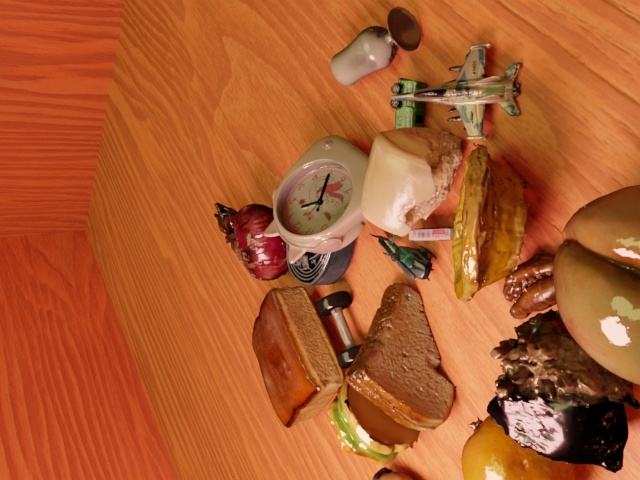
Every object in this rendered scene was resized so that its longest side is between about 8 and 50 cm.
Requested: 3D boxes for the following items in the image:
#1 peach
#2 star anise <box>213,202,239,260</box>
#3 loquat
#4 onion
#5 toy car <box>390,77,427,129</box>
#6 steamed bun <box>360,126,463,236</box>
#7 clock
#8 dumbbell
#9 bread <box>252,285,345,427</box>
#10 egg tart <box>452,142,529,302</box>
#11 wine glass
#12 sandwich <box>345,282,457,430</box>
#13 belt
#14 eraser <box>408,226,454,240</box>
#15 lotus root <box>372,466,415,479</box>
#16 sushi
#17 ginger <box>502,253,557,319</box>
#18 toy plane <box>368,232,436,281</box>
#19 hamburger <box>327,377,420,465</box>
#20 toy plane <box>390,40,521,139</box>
[{"bbox_3d":[0.479,0.057,0.788,0.292,0.247,0.292,-170,90,-69],"label":"peach"},{"bbox_3d":[-0.281,-0.030,1.900,0.272,0.102,0.272,50,159,27],"label":"star anise"},{"bbox_3d":[0.368,0.421,1.028,0.208,0.208,0.208,11,104,51],"label":"loquat"},{"bbox_3d":[-0.167,0.006,1.659,0.246,0.190,0.246,168,90,-84],"label":"onion"},{"bbox_3d":[0.202,-0.285,1.245,0.062,0.071,0.165,10,103,37],"label":"toy car"},{"bbox_3d":[0.197,-0.115,1.168,0.170,0.200,0.225,-122,37,-54],"label":"steamed bun"},{"bbox_3d":[0.007,-0.091,1.365,0.324,0.108,0.265,-45,54,2],"label":"clock"},{"bbox_3d":[0.064,0.240,1.472,0.100,0.100,0.191,-45,60,46],"label":"dumbbell"},{"bbox_3d":[-0.078,0.343,1.603,0.333,0.143,0.323,62,147,29],"label":"bread"},{"bbox_3d":[0.315,-0.028,1.023,0.120,0.315,0.315,5,102,12],"label":"egg tart"},{"bbox_3d":[0.123,-0.450,1.295,0.231,0.103,0.103,-14,84,57],"label":"wine glass"},{"bbox_3d":[0.211,0.276,1.278,0.254,0.288,0.099,35,145,-10],"label":"sandwich"},{"bbox_3d":[0.000,0.000,1.505,0.206,0.116,0.267,51,128,40],"label":"belt"},{"bbox_3d":[0.258,-0.014,1.222,0.122,0.052,0.029,0,93,53],"label":"eraser"},{"bbox_3d":[0.216,0.661,1.309,0.257,0.140,0.154,-126,32,-46],"label":"lotus root"},{"bbox_3d":[0.413,0.237,0.919,0.225,0.238,0.218,16,103,32],"label":"sushi"},{"bbox_3d":[0.402,0.084,1.032,0.162,0.073,0.103,-44,60,47],"label":"ginger"},{"bbox_3d":[0.196,0.037,1.281,0.235,0.096,0.060,-129,48,-59],"label":"toy plane"},{"bbox_3d":[0.129,0.430,1.328,0.237,0.237,0.149,58,135,29],"label":"hamburger"},{"bbox_3d":[0.274,-0.301,1.119,0.262,0.088,0.192,6,98,37],"label":"toy plane"}]
